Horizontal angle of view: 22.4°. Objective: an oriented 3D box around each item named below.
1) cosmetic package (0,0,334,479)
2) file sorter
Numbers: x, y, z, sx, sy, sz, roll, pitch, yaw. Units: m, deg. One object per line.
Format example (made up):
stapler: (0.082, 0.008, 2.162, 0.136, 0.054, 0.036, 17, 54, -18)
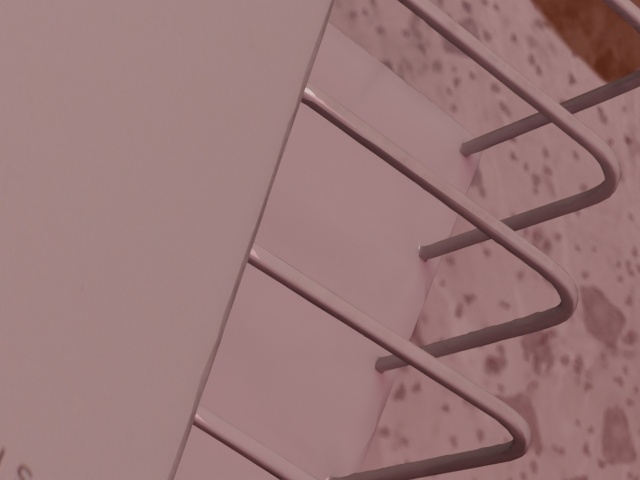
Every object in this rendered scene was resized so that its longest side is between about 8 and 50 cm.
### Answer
cosmetic package: (-0.123, -0.105, 0.443, 0.230, 0.161, 0.453, 46, 43, -31)
file sorter: (0.000, 0.000, 0.670, 0.193, 0.173, 0.277, 35, 61, -22)
